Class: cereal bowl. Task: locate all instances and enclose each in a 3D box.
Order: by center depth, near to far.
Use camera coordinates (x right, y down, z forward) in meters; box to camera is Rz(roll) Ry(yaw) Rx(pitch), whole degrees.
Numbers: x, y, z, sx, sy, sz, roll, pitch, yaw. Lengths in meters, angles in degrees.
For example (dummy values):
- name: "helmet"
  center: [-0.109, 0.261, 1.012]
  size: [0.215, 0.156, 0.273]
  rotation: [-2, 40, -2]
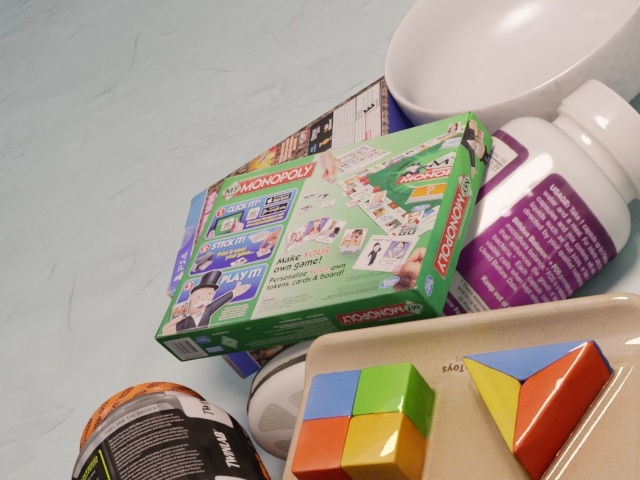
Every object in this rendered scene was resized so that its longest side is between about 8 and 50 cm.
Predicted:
- name: "cereal bowl"
  center: [0.246, -0.210, 1.501]
  size: [0.339, 0.141, 0.339]
  rotation: [-24, 34, 17]

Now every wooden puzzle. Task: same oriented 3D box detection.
- name: "wooden puzzle"
  center: [0.090, 0.200, 1.008]
  size: [0.322, 0.080, 0.348]
  rotation: [-10, 51, 28]

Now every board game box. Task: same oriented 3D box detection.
- name: "board game box"
  center: [0.000, 0.000, 1.288]
  size: [0.317, 0.046, 0.213]
  rotation: [-12, 43, 38]
- name: "board game box"
  center: [-0.006, -0.018, 1.525]
  size: [0.291, 0.141, 0.232]
  rotation: [-31, 23, 18]

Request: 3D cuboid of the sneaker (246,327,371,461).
- name: "sneaker"
  center: [0.071, 0.213, 1.156]
  size: [0.447, 0.169, 0.257]
  rotation: [-7, 44, 41]

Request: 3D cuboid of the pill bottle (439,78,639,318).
- name: "pill bottle"
  center: [0.190, -0.012, 1.305]
  size: [0.301, 0.169, 0.169]
  rotation: [-41, 31, 1]

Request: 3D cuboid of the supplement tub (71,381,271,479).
- name: "supplement tub"
  center: [-0.130, 0.276, 1.280]
  size: [0.193, 0.193, 0.316]
  rotation: [-41, 32, 2]
